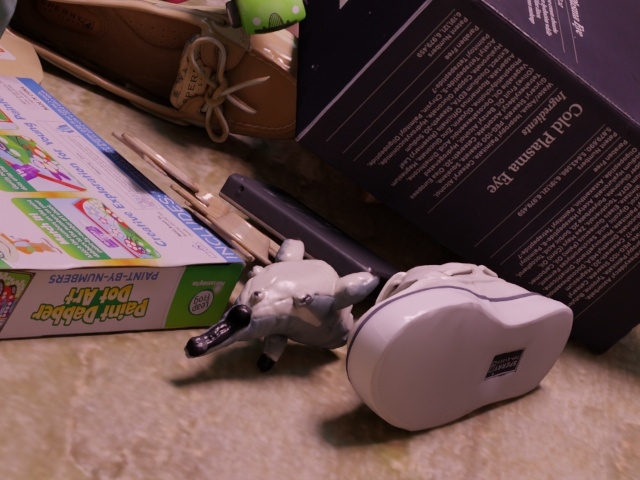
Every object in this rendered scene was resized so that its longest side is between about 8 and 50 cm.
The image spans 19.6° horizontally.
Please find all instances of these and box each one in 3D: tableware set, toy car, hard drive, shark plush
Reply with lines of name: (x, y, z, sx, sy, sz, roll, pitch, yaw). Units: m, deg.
tableware set: (-0.068, -0.015, 1.264, 0.141, 0.020, 0.168, 37, -1, 26)
toy car: (-0.063, -0.243, 1.470, 0.239, 0.053, 0.225, -17, 41, -7)
hard drive: (0.000, 0.000, 1.340, 0.135, 0.022, 0.094, 35, 7, 23)
shark plush: (-0.021, 0.054, 1.156, 0.073, 0.067, 0.161, 20, 21, 19)

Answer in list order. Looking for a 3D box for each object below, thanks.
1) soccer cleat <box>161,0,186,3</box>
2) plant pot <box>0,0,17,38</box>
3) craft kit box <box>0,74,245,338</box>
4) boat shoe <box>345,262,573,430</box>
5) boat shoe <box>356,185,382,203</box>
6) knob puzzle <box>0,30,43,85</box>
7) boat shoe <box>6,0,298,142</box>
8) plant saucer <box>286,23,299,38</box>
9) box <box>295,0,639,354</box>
soccer cleat: (-0.257, -0.322, 1.731, 0.331, 0.116, 0.143, 20, 14, -18)
plant pot: (-0.321, -0.263, 1.130, 0.334, 0.341, 0.341, 25, 20, -15)
craft kit box: (-0.214, -0.029, 1.158, 0.246, 0.061, 0.250, 3, 29, -50)
boat shoe: (0.078, 0.057, 1.225, 0.088, 0.096, 0.267, 31, 20, 27)
boat shoe: (0.067, -0.066, 1.551, 0.059, 0.063, 0.170, 19, 20, 0)
knob puzzle: (-0.291, -0.139, 1.368, 0.213, 0.030, 0.213, 22, 20, -8)
boat shoe: (-0.129, -0.144, 1.482, 0.285, 0.105, 0.089, 19, 24, 10)
plant saucer: (0.010, -0.209, 1.840, 0.198, 0.036, 0.198, 16, 19, -6)
box: (0.153, -0.136, 1.477, 0.312, 0.179, 0.343, 34, 28, -20)
